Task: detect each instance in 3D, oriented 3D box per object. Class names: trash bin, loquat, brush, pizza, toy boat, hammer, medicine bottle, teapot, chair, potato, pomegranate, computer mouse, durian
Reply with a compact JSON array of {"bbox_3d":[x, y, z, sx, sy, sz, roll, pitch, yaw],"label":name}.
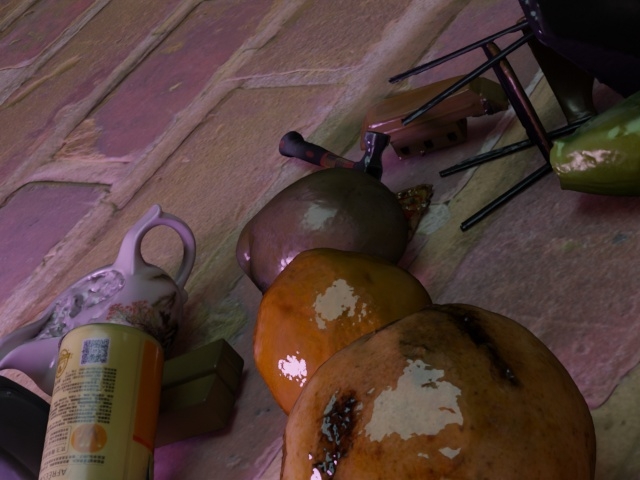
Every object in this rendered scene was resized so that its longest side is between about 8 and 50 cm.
[{"bbox_3d":[-0.382,0.245,1.462,0.236,0.177,0.101,-15,35,34],"label":"trash bin"},{"bbox_3d":[0.021,0.104,1.291,0.234,0.176,0.187,12,93,62],"label":"loquat"},{"bbox_3d":[-0.199,0.192,1.497,0.233,0.047,0.103,-22,31,27],"label":"brush"},{"bbox_3d":[0.096,-0.042,1.581,0.099,0.029,0.100,-43,32,-20],"label":"pizza"},{"bbox_3d":[0.143,-0.152,1.651,0.200,0.077,0.057,-17,39,23],"label":"toy boat"},{"bbox_3d":[0.009,-0.105,1.709,0.287,0.033,0.111,-149,70,-64],"label":"hammer"},{"bbox_3d":[-0.228,0.212,1.371,0.124,0.124,0.239,-16,54,25],"label":"medicine bottle"},{"bbox_3d":[-0.261,0.093,1.601,0.298,0.139,0.204,-46,29,-22],"label":"teapot"},{"bbox_3d":[0.223,-0.163,1.515,0.246,0.159,0.172,-27,29,11],"label":"chair"},{"bbox_3d":[0.000,0.000,1.490,0.177,0.160,0.235,-6,-5,-38],"label":"potato"},{"bbox_3d":[0.094,0.177,1.073,0.260,0.260,0.260,-23,32,15],"label":"pomegranate"},{"bbox_3d":[0.318,-0.259,1.459,0.087,0.295,0.168,-32,58,35],"label":"computer mouse"},{"bbox_3d":[0.361,-0.120,1.382,0.250,0.101,0.139,-27,30,9],"label":"durian"}]
